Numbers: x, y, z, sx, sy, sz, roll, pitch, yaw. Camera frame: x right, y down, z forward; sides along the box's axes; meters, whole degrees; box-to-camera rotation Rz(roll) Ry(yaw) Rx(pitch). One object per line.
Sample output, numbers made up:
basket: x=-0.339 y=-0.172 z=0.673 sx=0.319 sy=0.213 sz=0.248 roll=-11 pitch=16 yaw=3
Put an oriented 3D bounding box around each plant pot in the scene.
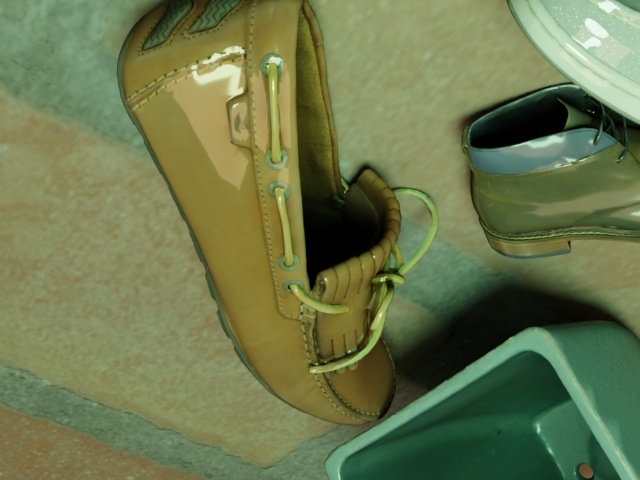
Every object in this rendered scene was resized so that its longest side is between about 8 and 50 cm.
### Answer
plant pot: x=0.208 y=0.212 z=0.720 sx=0.252 sy=0.248 sz=0.247 roll=-8 pitch=153 yaw=-50

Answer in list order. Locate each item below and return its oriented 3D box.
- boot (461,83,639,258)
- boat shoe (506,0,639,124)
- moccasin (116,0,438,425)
boot: x=0.201 y=-0.055 z=0.572 sx=0.219 sy=0.082 sz=0.106 roll=-16 pitch=136 yaw=21
boat shoe: x=0.256 y=-0.113 z=0.491 sx=0.320 sy=0.118 sz=0.103 roll=12 pitch=130 yaw=-16
moccasin: x=0.001 y=-0.002 z=0.609 sx=0.146 sy=0.139 sz=0.380 roll=-4 pitch=127 yaw=19
